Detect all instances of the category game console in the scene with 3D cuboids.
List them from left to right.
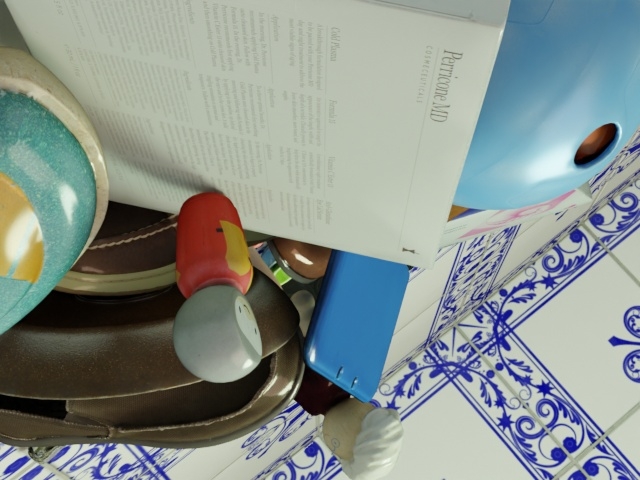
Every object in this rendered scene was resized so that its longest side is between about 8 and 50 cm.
[{"bbox_3d":[0.000,0.000,1.103,0.173,0.250,0.293,-43,159,-1],"label":"game console"}]

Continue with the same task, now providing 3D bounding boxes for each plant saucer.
[{"bbox_3d":[-0.174,0.062,0.989,0.310,0.310,0.050,-22,114,-49],"label":"plant saucer"}]

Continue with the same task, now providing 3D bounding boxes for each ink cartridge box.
[{"bbox_3d":[0.206,-0.050,1.580,0.324,0.072,0.330,-18,171,21],"label":"ink cartridge box"}]

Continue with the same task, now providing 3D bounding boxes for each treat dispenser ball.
[{"bbox_3d":[0.157,-0.171,0.987,0.288,0.288,0.288,-37,164,-13],"label":"treat dispenser ball"}]

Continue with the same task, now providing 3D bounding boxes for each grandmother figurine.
[{"bbox_3d":[-0.031,0.132,1.268,0.104,0.342,0.208,-36,163,-15],"label":"grandmother figurine"}]

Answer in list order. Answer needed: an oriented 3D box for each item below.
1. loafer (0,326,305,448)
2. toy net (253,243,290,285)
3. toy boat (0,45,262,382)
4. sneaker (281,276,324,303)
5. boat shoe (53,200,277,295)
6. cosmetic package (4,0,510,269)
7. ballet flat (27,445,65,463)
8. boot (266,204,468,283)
[{"bbox_3d":[-0.195,0.138,1.074,0.365,0.134,0.130,-12,159,13],"label":"loafer"},{"bbox_3d":[-0.112,0.052,1.412,0.232,0.045,0.122,-33,163,-26],"label":"toy net"},{"bbox_3d":[-0.183,0.006,0.734,0.318,0.148,0.267,13,137,-27],"label":"toy boat"},{"bbox_3d":[-0.009,0.084,1.673,0.227,0.087,0.130,-44,166,24],"label":"sneaker"},{"bbox_3d":[-0.140,-0.043,1.010,0.342,0.123,0.123,-19,121,-51],"label":"boat shoe"},{"bbox_3d":[-0.035,-0.108,0.740,0.377,0.284,0.098,91,14,-70],"label":"cosmetic package"},{"bbox_3d":[-0.337,0.247,1.437,0.114,0.041,0.041,-43,164,3],"label":"ballet flat"},{"bbox_3d":[0.097,-0.042,1.346,0.280,0.096,0.264,-33,151,29],"label":"boot"}]
